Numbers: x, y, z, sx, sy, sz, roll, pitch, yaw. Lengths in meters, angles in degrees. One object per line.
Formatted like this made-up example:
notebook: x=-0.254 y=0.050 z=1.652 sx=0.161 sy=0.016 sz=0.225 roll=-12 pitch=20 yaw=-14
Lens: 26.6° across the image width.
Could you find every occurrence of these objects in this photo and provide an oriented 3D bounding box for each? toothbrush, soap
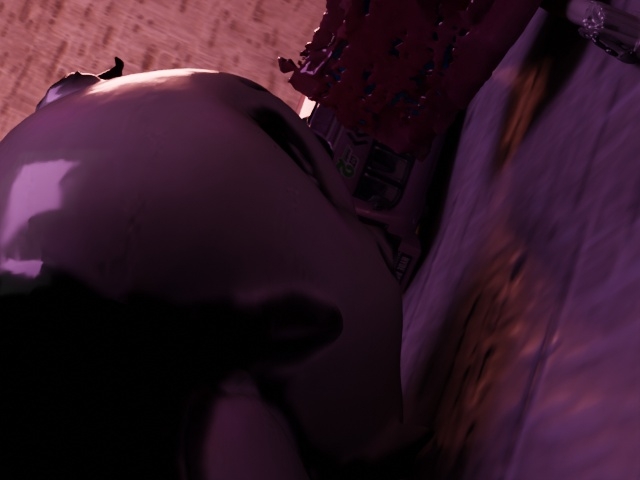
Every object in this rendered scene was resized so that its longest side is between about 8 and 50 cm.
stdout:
toothbrush: x=0.120 y=-0.115 z=0.657 sx=0.288 sy=0.024 sz=0.021 roll=-86 pitch=20 yaw=-75
soap: x=0.077 y=-0.165 z=0.698 sx=0.250 sy=0.099 sz=0.162 roll=-56 pitch=6 yaw=22

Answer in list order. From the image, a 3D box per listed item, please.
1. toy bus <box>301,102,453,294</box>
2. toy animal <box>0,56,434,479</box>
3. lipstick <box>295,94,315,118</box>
toy bus: x=0.027 y=-0.052 z=0.905 sx=0.199 sy=0.108 sz=0.096 roll=-69 pitch=0 yaw=-46
toy animal: x=-0.080 y=0.067 z=0.591 sx=0.310 sy=0.251 sz=0.251 roll=-80 pitch=12 yaw=-46
lipstick: x=0.000 y=-0.090 z=1.471 sx=0.327 sy=0.087 sz=0.087 roll=-74 pitch=8 yaw=-56
